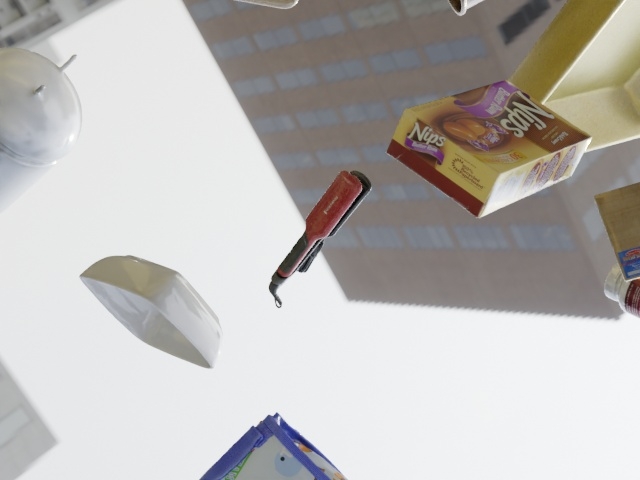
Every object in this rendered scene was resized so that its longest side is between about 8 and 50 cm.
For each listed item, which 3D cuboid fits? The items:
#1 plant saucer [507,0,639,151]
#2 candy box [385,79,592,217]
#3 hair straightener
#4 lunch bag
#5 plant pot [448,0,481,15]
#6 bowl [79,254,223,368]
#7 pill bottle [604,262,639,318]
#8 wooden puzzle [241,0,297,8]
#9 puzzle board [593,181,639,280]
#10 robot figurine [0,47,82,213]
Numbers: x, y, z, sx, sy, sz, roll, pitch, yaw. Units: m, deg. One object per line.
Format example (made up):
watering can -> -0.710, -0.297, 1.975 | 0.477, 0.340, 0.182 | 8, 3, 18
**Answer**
plant saucer -> 0.358, -0.227, 1.343 | 0.333, 0.081, 0.333 | -17, 155, -35
candy box -> 0.159, -0.088, 1.061 | 0.109, 0.053, 0.187 | 38, -144, 24
hair straightener -> 0.000, 0.000, 1.608 | 0.230, 0.047, 0.089 | -58, 163, 18
lunch bag -> -0.070, 0.506, 1.890 | 0.328, 0.385, 0.239 | -46, -156, -2
plant pot -> 0.223, -0.392, 1.456 | 0.165, 0.167, 0.167 | -22, -159, 1
bowl -> -0.171, 0.070, 1.228 | 0.142, 0.142, 0.053 | 15, -120, 42
pill bottle -> 0.529, 0.089, 1.817 | 0.086, 0.086, 0.152 | -39, -136, -25
wooden puzzle -> -0.140, -0.410, 1.610 | 0.221, 0.044, 0.238 | 9, -144, -11
puzzle board -> 0.357, -0.020, 1.180 | 0.128, 0.096, 0.011 | -17, 163, 2
robot figurine -> -0.518, -0.169, 1.829 | 0.353, 0.200, 0.300 | -36, -150, 29
